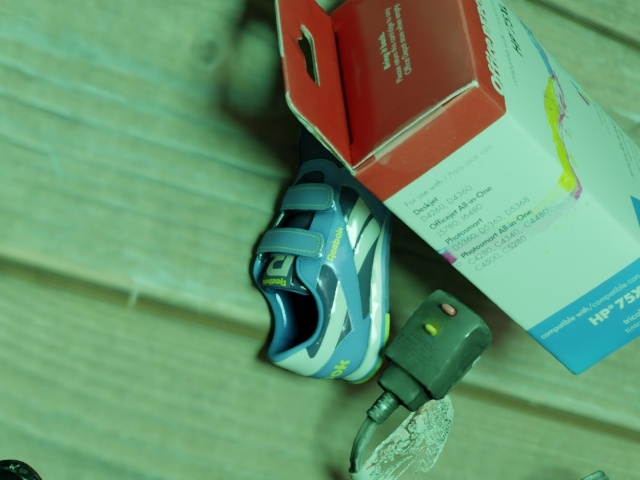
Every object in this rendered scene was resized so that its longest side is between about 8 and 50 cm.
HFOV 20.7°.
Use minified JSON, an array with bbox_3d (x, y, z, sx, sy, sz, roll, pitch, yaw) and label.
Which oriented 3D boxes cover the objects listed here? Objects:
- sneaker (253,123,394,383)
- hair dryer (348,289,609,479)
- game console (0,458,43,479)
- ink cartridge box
[{"bbox_3d":[0.000,0.000,0.870,0.059,0.053,0.144,0,86,-34],"label":"sneaker"},{"bbox_3d":[0.045,0.194,0.866,0.293,0.080,0.223,-50,127,-18],"label":"hair dryer"},{"bbox_3d":[-0.150,0.181,0.733,0.144,0.124,0.085,62,31,-17],"label":"game console"},{"bbox_3d":[0.079,-0.054,0.868,0.231,0.078,0.134,41,26,-32],"label":"ink cartridge box"}]
